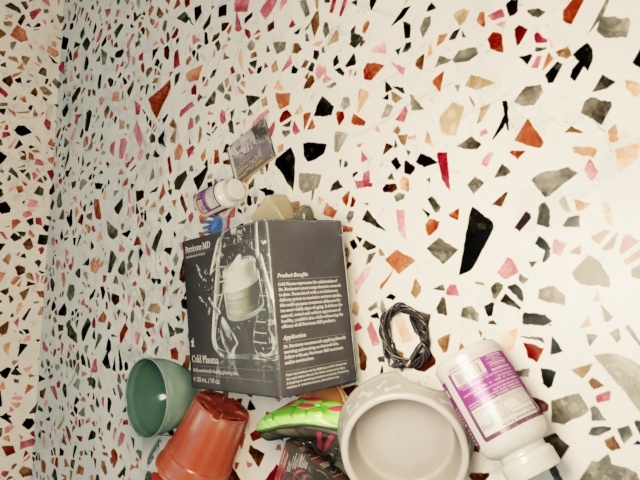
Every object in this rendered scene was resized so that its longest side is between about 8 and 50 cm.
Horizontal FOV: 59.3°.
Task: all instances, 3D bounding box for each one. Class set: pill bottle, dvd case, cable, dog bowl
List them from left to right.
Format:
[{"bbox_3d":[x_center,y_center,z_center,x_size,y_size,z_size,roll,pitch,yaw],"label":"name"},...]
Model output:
[{"bbox_3d":[-0.373,-0.162,2.098,0.194,0.108,0.108,-19,73,39],"label":"pill bottle"},{"bbox_3d":[-0.259,-0.324,2.072,0.221,0.018,0.164,-31,66,36],"label":"dvd case"},{"bbox_3d":[0.208,0.505,1.394,0.349,0.102,0.348,1,99,10],"label":"dog bowl"},{"bbox_3d":[0.232,0.261,1.553,0.151,0.047,0.184,-11,78,41],"label":"cable"},{"bbox_3d":[0.411,0.395,1.299,0.169,0.169,0.301,-44,59,30],"label":"pill bottle"}]

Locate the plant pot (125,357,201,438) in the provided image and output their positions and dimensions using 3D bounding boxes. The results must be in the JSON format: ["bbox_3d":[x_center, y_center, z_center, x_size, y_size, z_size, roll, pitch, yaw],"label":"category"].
[{"bbox_3d":[-0.585,0.589,2.150,0.293,0.196,0.292,-5,82,42],"label":"plant pot"}]

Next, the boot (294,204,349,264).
[{"bbox_3d":[0.002,-0.001,1.768,0.209,0.076,0.189,23,115,48],"label":"boot"}]

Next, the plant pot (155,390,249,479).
[{"bbox_3d":[-0.390,0.685,1.941,0.272,0.272,0.265,30,98,40],"label":"plant pot"}]

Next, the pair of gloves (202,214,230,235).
[{"bbox_3d":[-0.403,-0.007,2.167,0.159,0.023,0.198,-6,81,42],"label":"pair of gloves"}]

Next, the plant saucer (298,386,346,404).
[{"bbox_3d":[0.013,0.518,1.731,0.200,0.037,0.199,-5,83,42],"label":"plant saucer"}]

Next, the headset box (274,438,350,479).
[{"bbox_3d":[-0.018,0.736,1.671,0.293,0.110,0.218,21,99,41],"label":"headset box"}]

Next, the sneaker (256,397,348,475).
[{"bbox_3d":[0.027,0.556,1.574,0.483,0.185,0.202,-5,89,27],"label":"sneaker"}]

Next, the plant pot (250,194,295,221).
[{"bbox_3d":[-0.148,-0.083,1.897,0.096,0.109,0.109,50,118,19],"label":"plant pot"}]

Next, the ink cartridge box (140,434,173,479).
[{"bbox_3d":[-0.605,0.900,2.200,0.296,0.066,0.261,-16,67,43],"label":"ink cartridge box"}]

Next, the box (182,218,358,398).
[{"bbox_3d":[-0.168,0.202,1.697,0.480,0.298,0.471,-12,80,48],"label":"box"}]
